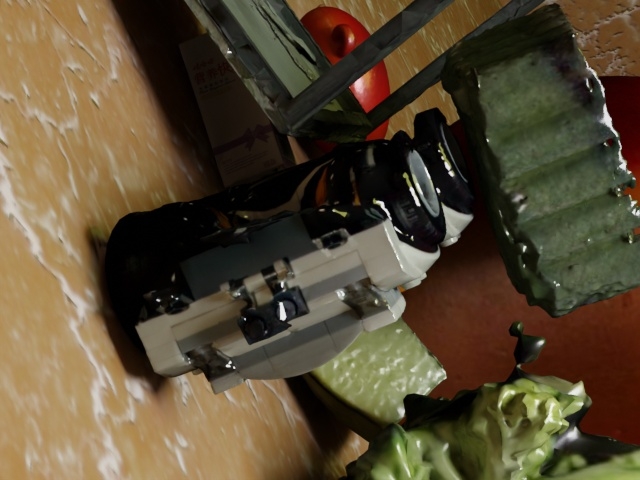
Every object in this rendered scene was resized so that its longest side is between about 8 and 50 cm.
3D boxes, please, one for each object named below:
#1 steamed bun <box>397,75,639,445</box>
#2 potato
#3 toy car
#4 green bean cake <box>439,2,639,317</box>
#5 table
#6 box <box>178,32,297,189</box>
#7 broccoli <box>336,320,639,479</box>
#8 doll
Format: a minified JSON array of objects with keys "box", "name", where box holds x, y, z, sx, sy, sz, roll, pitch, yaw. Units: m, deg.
[{"box":[0.209,0.010,1.485,0.235,0.379,0.248,-78,153,-60],"name":"steamed bun"},{"box":[0.006,0.072,1.351,0.149,0.081,0.120,51,-18,6],"name":"potato"},{"box":[0.001,0.002,1.152,0.118,0.193,0.301,67,13,-1],"name":"toy car"},{"box":[0.144,-0.051,1.255,0.181,0.094,0.173,-93,163,-76],"name":"green bean cake"},{"box":[0.012,-0.280,1.328,0.335,0.272,0.222,54,13,8],"name":"table"},{"box":[-0.058,-0.093,1.368,0.117,0.050,0.036,70,12,15],"name":"box"},{"box":[0.165,0.203,1.183,0.293,0.281,0.348,63,-12,-22],"name":"broccoli"},{"box":[0.017,-0.114,1.617,0.217,0.085,0.183,81,-10,-78],"name":"doll"}]
